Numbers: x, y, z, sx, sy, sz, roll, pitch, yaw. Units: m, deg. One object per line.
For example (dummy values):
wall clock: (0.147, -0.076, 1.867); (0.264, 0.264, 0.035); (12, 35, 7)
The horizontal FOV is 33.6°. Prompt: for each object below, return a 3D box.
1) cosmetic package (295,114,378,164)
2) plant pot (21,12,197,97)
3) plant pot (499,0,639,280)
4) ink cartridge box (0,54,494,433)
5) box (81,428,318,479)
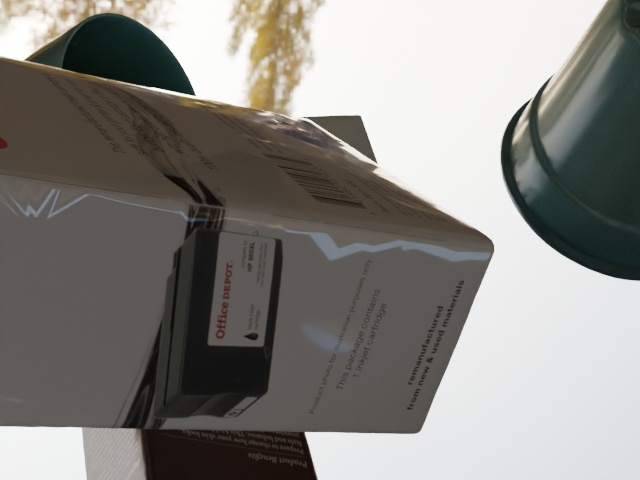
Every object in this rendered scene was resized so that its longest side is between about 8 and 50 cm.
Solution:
cosmetic package: (0.000, 0.000, 1.293); (0.138, 0.224, 0.225); (-4, -140, -10)
plant pot: (-0.342, -0.144, 1.496); (0.235, 0.293, 0.293); (-14, -165, 31)
plant pot: (0.446, -0.176, 1.365); (0.341, 0.334, 0.341); (5, -122, -8)
ink cartridge box: (-0.128, -0.005, 0.752); (0.394, 0.166, 0.285); (8, -161, -34)
box: (-0.133, 0.180, 1.091); (0.191, 0.143, 0.381); (17, -146, -30)
